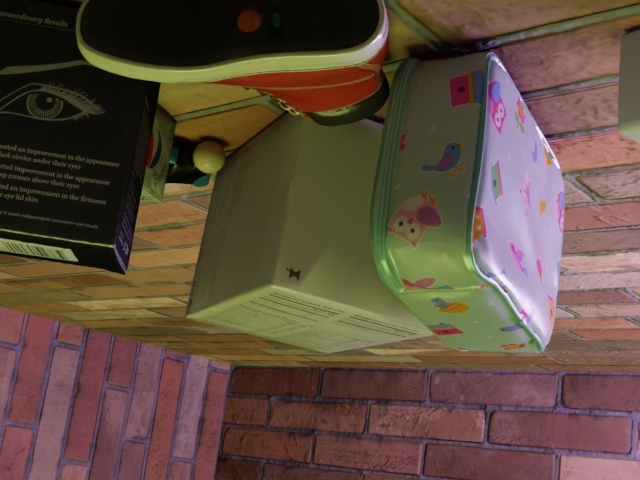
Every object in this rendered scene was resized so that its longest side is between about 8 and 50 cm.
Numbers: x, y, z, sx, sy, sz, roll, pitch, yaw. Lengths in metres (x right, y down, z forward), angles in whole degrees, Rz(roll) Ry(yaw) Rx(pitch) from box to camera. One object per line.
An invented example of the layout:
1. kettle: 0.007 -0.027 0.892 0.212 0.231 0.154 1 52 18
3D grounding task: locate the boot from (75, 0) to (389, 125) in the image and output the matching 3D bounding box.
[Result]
1. boot: -0.065 -0.143 0.773 0.244 0.089 0.176 2 166 5

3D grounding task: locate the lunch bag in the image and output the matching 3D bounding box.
1. lunch bag: 0.142 -0.028 0.843 0.107 0.224 0.279 -3 156 26

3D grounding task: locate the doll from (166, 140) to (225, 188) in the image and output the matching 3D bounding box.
1. doll: -0.192 -0.089 1.104 0.189 0.046 0.129 -2 163 33

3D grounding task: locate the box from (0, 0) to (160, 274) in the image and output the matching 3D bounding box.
1. box: -0.227 -0.090 0.807 0.153 0.207 0.108 10 165 -4

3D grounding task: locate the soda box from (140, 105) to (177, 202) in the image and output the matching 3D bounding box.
1. soda box: -0.308 -0.102 1.016 0.286 0.098 0.091 3 164 18

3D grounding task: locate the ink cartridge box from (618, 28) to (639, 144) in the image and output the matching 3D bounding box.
1. ink cartridge box: 0.344 -0.112 0.674 0.153 0.087 0.208 19 162 -35

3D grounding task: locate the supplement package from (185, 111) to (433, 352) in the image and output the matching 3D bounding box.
1. supplement package: 0.000 0.000 1.031 0.198 0.199 0.262 17 163 -22
